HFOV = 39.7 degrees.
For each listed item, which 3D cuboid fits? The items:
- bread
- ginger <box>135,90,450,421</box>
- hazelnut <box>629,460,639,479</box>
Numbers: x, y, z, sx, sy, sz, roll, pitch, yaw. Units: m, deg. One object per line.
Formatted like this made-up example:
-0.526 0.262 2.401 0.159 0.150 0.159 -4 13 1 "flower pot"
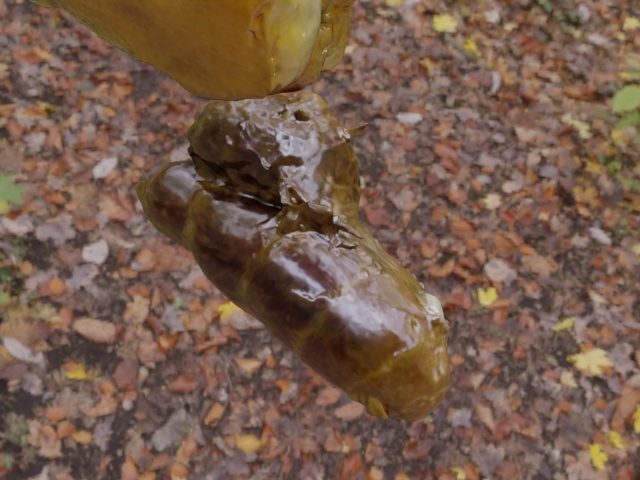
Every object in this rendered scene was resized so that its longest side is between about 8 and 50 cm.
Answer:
-0.118 -0.220 0.520 0.344 0.195 0.148 32 24 23 "bread"
0.000 0.000 0.954 0.418 0.254 0.176 45 19 15 "ginger"
0.343 0.181 0.437 0.409 0.359 0.359 -30 49 -33 "hazelnut"
